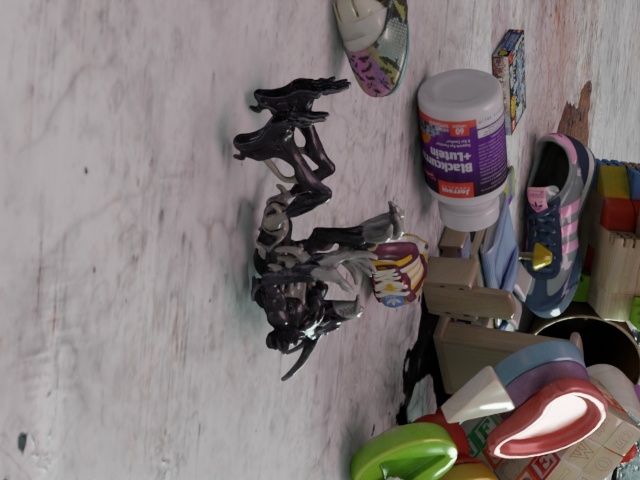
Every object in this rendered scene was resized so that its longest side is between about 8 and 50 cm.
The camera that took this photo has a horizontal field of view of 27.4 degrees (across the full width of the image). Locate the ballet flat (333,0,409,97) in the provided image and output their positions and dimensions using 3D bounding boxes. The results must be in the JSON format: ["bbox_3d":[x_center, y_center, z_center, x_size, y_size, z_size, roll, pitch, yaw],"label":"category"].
[{"bbox_3d":[0.053,-0.260,1.361,0.079,0.077,0.221,25,68,-49],"label":"ballet flat"}]

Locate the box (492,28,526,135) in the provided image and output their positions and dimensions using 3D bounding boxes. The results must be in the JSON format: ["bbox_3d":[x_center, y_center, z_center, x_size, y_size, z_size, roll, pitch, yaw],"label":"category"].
[{"bbox_3d":[0.291,-0.243,2.011,0.094,0.027,0.137,-56,147,-47],"label":"box"}]

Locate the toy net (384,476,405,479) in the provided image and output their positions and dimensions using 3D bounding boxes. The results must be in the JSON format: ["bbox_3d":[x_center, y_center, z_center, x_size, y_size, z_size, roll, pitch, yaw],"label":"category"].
[{"bbox_3d":[0.113,0.357,1.623,0.232,0.122,0.045,81,-9,-54],"label":"toy net"}]

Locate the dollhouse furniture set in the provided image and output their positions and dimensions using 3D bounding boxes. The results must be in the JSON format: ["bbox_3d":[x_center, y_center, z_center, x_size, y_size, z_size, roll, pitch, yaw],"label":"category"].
[{"bbox_3d":[0.299,0.049,1.892,0.286,0.198,0.303,74,31,-46],"label":"dollhouse furniture set"}]

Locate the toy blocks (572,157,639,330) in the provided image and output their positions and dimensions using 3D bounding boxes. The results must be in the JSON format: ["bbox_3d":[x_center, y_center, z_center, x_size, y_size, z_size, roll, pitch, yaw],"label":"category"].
[{"bbox_3d":[0.524,-0.024,2.315,0.381,0.191,0.260,-110,-154,-74],"label":"toy blocks"}]

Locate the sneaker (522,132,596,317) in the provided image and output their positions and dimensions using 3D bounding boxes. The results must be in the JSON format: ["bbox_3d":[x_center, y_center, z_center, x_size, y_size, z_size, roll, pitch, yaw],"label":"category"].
[{"bbox_3d":[0.384,-0.032,2.244,0.131,0.112,0.318,25,70,-50],"label":"sneaker"}]

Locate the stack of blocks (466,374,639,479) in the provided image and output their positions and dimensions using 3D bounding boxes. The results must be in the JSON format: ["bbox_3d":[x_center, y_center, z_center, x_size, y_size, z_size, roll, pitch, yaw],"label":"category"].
[{"bbox_3d":[0.275,0.306,1.762,0.087,0.171,0.297,29,105,-30],"label":"stack of blocks"}]

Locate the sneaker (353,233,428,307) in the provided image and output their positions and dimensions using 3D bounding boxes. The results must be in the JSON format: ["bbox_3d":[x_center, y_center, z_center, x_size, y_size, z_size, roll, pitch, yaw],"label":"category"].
[{"bbox_3d":[0.086,0.036,1.523,0.185,0.070,0.083,12,80,-68],"label":"sneaker"}]

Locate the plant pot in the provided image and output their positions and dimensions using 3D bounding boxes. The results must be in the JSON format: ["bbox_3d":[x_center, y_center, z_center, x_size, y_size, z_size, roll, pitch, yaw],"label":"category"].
[{"bbox_3d":[0.472,0.174,2.402,0.230,0.215,0.215,-74,162,-62],"label":"plant pot"}]

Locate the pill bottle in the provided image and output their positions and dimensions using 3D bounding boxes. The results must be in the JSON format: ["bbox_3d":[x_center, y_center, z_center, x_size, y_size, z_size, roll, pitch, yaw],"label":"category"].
[{"bbox_3d":[0.184,-0.111,1.672,0.108,0.108,0.193,-59,148,-46],"label":"pill bottle"}]

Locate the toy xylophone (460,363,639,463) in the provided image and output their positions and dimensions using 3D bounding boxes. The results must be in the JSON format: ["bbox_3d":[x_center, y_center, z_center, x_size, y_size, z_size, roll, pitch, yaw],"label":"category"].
[{"bbox_3d":[0.333,0.269,1.949,0.081,0.323,0.236,61,20,-23],"label":"toy xylophone"}]

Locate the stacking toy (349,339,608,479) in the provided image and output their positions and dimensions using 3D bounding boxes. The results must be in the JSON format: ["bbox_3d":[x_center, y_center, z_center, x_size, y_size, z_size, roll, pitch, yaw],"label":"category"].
[{"bbox_3d":[0.173,0.212,1.616,0.279,0.309,0.130,24,34,-45],"label":"stacking toy"}]

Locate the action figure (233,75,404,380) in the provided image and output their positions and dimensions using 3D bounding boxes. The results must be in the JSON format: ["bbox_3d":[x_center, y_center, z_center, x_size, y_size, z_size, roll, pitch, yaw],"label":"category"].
[{"bbox_3d":[0.000,0.000,1.205,0.164,0.141,0.275,-68,155,-61],"label":"action figure"}]

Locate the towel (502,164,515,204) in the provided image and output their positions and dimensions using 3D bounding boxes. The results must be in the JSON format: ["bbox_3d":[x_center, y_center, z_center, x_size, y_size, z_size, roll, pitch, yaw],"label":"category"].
[{"bbox_3d":[0.299,-0.081,2.106,0.083,0.009,0.060,-48,139,-57],"label":"towel"}]
